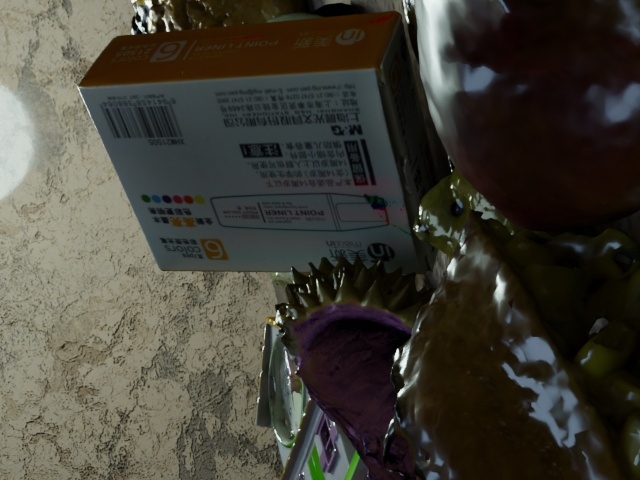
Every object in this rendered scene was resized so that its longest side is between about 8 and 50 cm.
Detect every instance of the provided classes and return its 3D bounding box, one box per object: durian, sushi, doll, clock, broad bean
[{"bbox_3d":[0.082,0.112,0.852,0.260,0.154,0.186,54,-165,-16],"label":"durian"},{"bbox_3d":[0.126,0.119,0.508,0.167,0.179,0.296,66,-170,-47],"label":"sushi"},{"bbox_3d":[0.098,-0.039,0.677,0.209,0.097,0.137,-105,0,-52],"label":"doll"},{"bbox_3d":[0.034,0.163,1.094,0.309,0.166,0.235,-108,27,-46],"label":"clock"},{"bbox_3d":[0.103,-0.093,0.426,0.228,0.122,0.156,83,173,-61],"label":"broad bean"}]

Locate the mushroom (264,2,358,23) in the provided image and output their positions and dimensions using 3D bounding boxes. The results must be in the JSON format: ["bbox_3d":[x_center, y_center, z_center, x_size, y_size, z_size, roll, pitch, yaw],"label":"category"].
[{"bbox_3d":[-0.010,-0.124,1.109,0.344,0.130,0.247,-114,24,-61],"label":"mushroom"}]

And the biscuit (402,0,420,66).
[{"bbox_3d":[0.082,-0.181,0.771,0.175,0.026,0.124,85,167,-51],"label":"biscuit"}]

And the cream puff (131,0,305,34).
[{"bbox_3d":[-0.141,-0.279,1.461,0.327,0.231,0.343,90,164,-50],"label":"cream puff"}]

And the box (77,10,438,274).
[{"bbox_3d":[-0.042,-0.073,0.906,0.091,0.274,0.220,-67,-29,-44],"label":"box"}]

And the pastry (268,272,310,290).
[{"bbox_3d":[0.000,0.000,1.274,0.088,0.166,0.165,-10,94,56],"label":"pastry"}]
